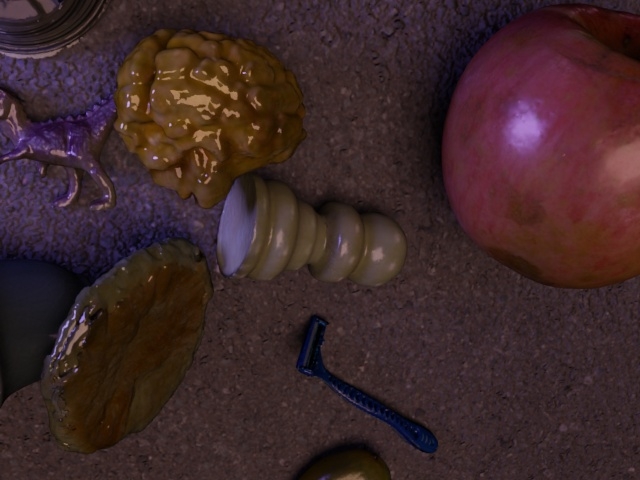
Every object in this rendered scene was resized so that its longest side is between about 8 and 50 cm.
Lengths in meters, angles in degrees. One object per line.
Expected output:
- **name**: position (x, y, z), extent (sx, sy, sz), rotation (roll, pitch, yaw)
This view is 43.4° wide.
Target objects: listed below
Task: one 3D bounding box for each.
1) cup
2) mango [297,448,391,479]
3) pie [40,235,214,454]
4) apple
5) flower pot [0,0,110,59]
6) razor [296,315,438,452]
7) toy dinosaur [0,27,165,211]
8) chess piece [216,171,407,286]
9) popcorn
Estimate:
- **cup**: position (-0.364, 0.097, 1.018), extent (0.150, 0.199, 0.199), rotation (-14, 115, -33)
- **mango**: position (0.023, 0.405, 1.273), extent (0.191, 0.085, 0.122), rotation (-31, 118, -3)
- **pie**: position (-0.246, 0.137, 1.033), extent (0.306, 0.071, 0.306), rotation (-44, 145, -42)
- **apple**: position (0.336, -0.112, 1.024), extent (0.363, 0.364, 0.364), rotation (-5, 111, -13)
- **flower pot**: position (-0.334, -0.309, 0.877), extent (0.235, 0.140, 0.236), rotation (-6, 113, -14)
- **razor**: position (0.072, 0.246, 1.250), extent (0.056, 0.093, 0.324), rotation (-22, 127, 39)
- **toy dinosaur**: position (-0.295, -0.138, 0.993), extent (0.251, 0.072, 0.200), rotation (-11, 105, -2)
- **chess piece**: position (0.000, 0.000, 1.097), extent (0.251, 0.144, 0.144), rotation (10, 107, -25)
- **popcorn**: position (-0.132, -0.141, 0.958), extent (0.226, 0.200, 0.203), rotation (19, 83, -58)
